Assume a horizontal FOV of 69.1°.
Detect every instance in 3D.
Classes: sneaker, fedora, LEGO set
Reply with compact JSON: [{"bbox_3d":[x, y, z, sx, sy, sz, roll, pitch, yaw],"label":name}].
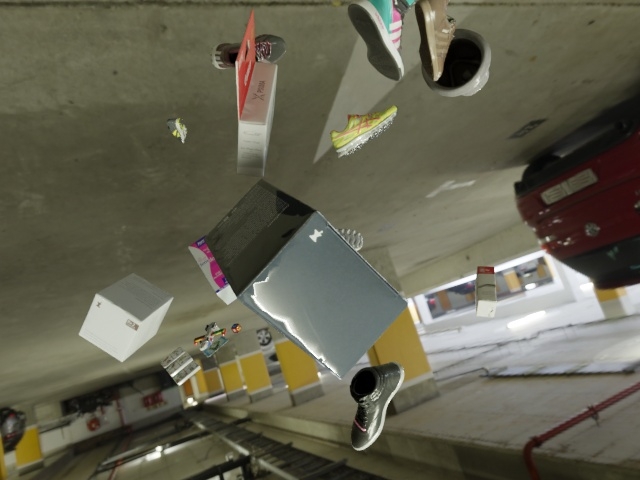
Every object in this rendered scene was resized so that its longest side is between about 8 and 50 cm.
[{"bbox_3d":[0.117,-0.319,1.280,0.208,0.094,0.081,-33,177,5],"label":"sneaker"},{"bbox_3d":[-0.322,-0.250,1.044,0.035,0.031,0.083,9,157,-3],"label":"sneaker"},{"bbox_3d":[0.524,-0.641,1.735,0.124,0.275,0.244,18,115,-46],"label":"fedora"},{"bbox_3d":[0.233,-0.392,0.902,0.071,0.066,0.188,-26,151,5],"label":"sneaker"},{"bbox_3d":[0.185,-0.565,1.200,0.178,0.123,0.295,-56,151,-2],"label":"sneaker"},{"bbox_3d":[0.000,0.000,1.626,0.281,0.105,0.115,15,158,-10],"label":"sneaker"},{"bbox_3d":[-0.356,0.336,1.430,0.244,0.060,0.182,-39,-153,-24],"label":"LEGO set"},{"bbox_3d":[0.127,0.488,1.377,0.147,0.296,0.104,17,-169,-41],"label":"sneaker"},{"bbox_3d":[-0.210,-0.619,1.553,0.281,0.106,0.162,-24,-146,-26],"label":"sneaker"}]

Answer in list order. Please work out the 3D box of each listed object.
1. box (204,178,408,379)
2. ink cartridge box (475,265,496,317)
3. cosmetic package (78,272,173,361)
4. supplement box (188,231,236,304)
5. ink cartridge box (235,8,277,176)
[{"bbox_3d":[-0.052,0.061,1.021,0.212,0.293,0.395,-48,-154,-4],"label":"box"},{"bbox_3d":[0.533,0.166,1.502,0.056,0.135,0.099,2,141,14],"label":"ink cartridge box"},{"bbox_3d":[-0.555,0.216,1.341,0.151,0.151,0.184,-60,177,18],"label":"cosmetic package"},{"bbox_3d":[-0.339,0.090,1.581,0.111,0.220,0.114,-36,151,-8],"label":"supplement box"},{"bbox_3d":[-0.141,-0.335,1.050,0.066,0.296,0.261,5,134,-5],"label":"ink cartridge box"}]
